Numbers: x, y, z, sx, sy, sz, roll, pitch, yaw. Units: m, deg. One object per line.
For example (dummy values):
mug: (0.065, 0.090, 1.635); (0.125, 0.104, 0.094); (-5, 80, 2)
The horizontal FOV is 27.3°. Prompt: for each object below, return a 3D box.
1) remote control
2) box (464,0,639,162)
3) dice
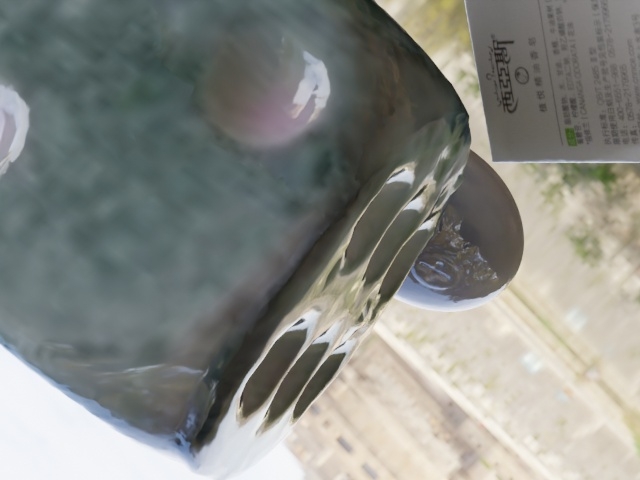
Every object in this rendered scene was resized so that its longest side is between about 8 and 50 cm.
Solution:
remote control: (0.059, -0.054, 1.351); (0.332, 0.221, 0.103); (38, -132, 4)
box: (0.210, -0.192, 0.980); (0.194, 0.111, 0.261); (5, 114, 45)
dice: (-0.102, -0.049, 0.976); (0.348, 0.330, 0.328); (40, 177, 15)
